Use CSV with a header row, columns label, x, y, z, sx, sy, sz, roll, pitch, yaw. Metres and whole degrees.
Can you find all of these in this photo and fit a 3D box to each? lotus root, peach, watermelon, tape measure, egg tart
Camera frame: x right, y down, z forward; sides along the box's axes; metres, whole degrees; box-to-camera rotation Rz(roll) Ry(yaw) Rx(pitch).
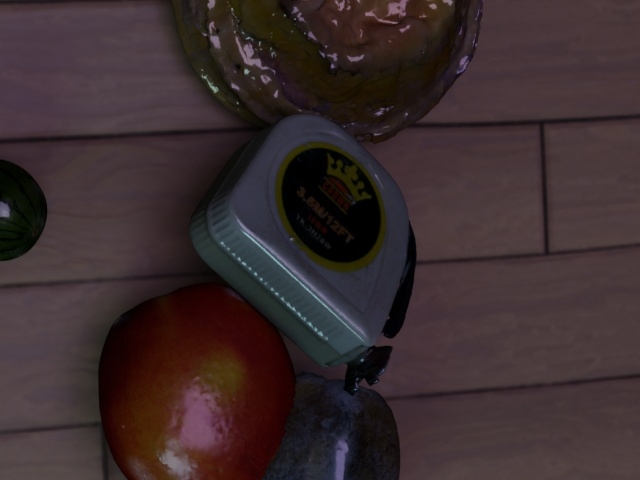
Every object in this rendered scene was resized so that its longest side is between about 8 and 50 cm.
label,x,y,z,sx,sy,sz,roll,pitch,yaw
lotus root,-0.009,0.295,1.938,0.158,0.140,0.322,10,89,-19
peach,-0.114,0.161,1.873,0.190,0.196,0.226,-19,82,7
watermelon,-0.314,-0.033,1.855,0.109,0.109,0.109,0,90,-19
tape measure,0.000,0.000,1.886,0.235,0.115,0.207,43,48,-15
egg tart,0.024,-0.264,1.947,0.352,0.150,0.352,-1,93,-21
